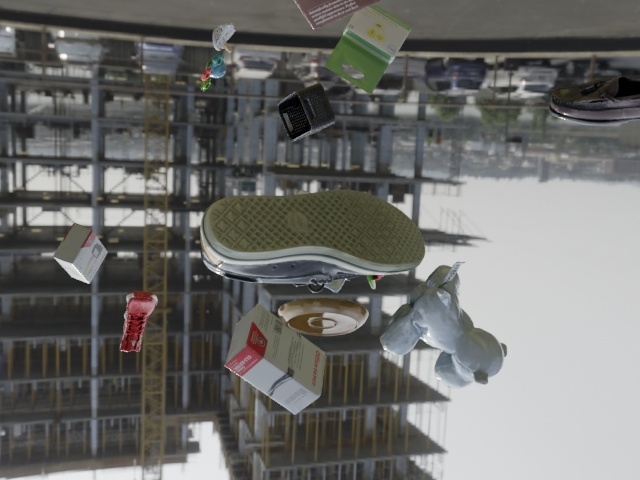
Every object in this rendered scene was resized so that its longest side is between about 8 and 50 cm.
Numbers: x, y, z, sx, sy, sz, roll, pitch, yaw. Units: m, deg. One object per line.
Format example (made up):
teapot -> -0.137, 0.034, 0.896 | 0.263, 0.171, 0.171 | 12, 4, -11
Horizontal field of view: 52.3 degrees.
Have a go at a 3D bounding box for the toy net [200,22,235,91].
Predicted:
toy net -> -0.305, -0.538, 1.874 | 0.045, 0.232, 0.122 | 40, -122, 8

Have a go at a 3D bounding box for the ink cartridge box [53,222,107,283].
ink cartridge box -> -0.763, 0.043, 2.086 | 0.072, 0.128, 0.175 | 20, 157, 8

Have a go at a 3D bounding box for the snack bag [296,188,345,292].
snack bag -> 0.000, 0.000, 2.225 | 0.322, 0.343, 0.037 | 22, 149, 15

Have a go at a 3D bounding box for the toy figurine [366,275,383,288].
toy figurine -> 0.208, 0.043, 1.901 | 0.159, 0.130, 0.173 | -17, -139, 10

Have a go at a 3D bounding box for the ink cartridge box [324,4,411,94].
ink cartridge box -> 0.140, -0.574, 1.926 | 0.171, 0.235, 0.056 | 31, 164, -3

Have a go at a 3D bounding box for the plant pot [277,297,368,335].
plant pot -> 0.006, 0.203, 1.677 | 0.236, 0.033, 0.236 | 0, 154, 0

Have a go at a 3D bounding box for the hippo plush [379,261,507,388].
hippo plush -> 0.310, 0.196, 1.463 | 0.236, 0.294, 0.234 | 42, -135, 2

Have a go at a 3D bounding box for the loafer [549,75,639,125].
loafer -> 0.581, -0.275, 1.213 | 0.302, 0.095, 0.109 | 12, -131, 33

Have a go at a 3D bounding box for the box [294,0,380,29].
box -> 0.023, -0.592, 1.360 | 0.168, 0.203, 0.167 | -14, 142, 27

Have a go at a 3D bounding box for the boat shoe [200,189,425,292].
boat shoe -> -0.012, 0.003, 1.334 | 0.499, 0.187, 0.156 | 0, 153, -27

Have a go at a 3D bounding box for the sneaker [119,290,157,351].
sneaker -> -0.490, 0.228, 1.757 | 0.086, 0.128, 0.221 | 6, 151, -15

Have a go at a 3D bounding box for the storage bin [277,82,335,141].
storage bin -> -0.044, -0.371, 1.896 | 0.084, 0.122, 0.180 | -25, -173, -23

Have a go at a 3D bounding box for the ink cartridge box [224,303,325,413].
ink cartridge box -> -0.127, 0.348, 1.915 | 0.272, 0.114, 0.197 | 38, -153, -16
